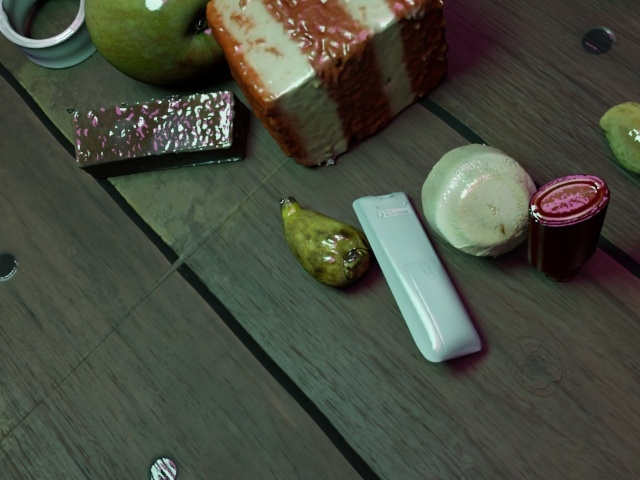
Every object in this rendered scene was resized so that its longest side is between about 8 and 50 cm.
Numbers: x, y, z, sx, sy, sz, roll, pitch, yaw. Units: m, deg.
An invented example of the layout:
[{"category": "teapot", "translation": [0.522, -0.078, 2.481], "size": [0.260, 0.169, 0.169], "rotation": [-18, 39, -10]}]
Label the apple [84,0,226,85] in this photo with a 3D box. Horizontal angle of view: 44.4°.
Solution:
[{"category": "apple", "translation": [-0.269, -0.389, 1.368], "size": [0.257, 0.257, 0.234], "rotation": [-49, 50, -6]}]

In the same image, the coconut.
[{"category": "coconut", "translation": [0.240, -0.061, 1.190], "size": [0.170, 0.183, 0.171], "rotation": [-1, 104, -2]}]

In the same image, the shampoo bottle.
[{"category": "shampoo bottle", "translation": [0.336, -0.007, 1.086], "size": [0.102, 0.260, 0.064], "rotation": [-19, 67, 6]}]

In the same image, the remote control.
[{"category": "remote control", "translation": [0.151, 0.046, 1.207], "size": [0.103, 0.051, 0.293], "rotation": [-10, 61, -30]}]

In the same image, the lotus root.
[{"category": "lotus root", "translation": [0.000, 0.000, 1.265], "size": [0.108, 0.095, 0.190], "rotation": [-32, 53, -30]}]

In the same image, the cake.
[{"category": "cake", "translation": [0.007, -0.325, 1.273], "size": [0.319, 0.269, 0.270], "rotation": [-36, 67, -1]}]

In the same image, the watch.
[{"category": "watch", "translation": [-0.547, -0.454, 1.510], "size": [0.248, 0.211, 0.218], "rotation": [-9, 78, 2]}]

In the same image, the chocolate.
[{"category": "chocolate", "translation": [-0.291, -0.185, 1.396], "size": [0.321, 0.112, 0.112], "rotation": [-5, 80, 11]}]

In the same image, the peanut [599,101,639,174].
[{"category": "peanut", "translation": [0.529, -0.139, 1.174], "size": [0.229, 0.098, 0.103], "rotation": [21, 36, 19]}]
